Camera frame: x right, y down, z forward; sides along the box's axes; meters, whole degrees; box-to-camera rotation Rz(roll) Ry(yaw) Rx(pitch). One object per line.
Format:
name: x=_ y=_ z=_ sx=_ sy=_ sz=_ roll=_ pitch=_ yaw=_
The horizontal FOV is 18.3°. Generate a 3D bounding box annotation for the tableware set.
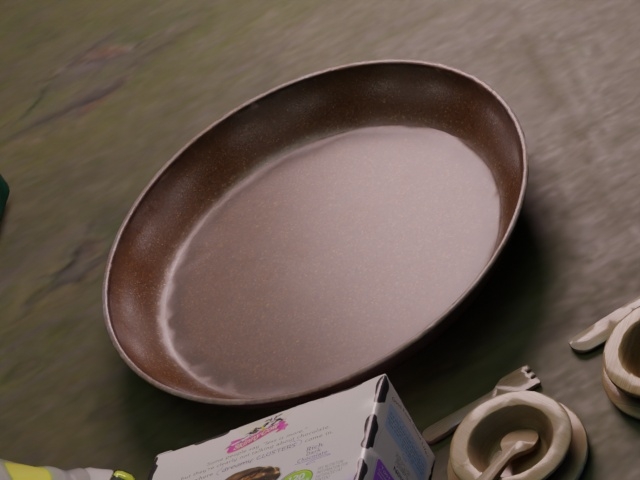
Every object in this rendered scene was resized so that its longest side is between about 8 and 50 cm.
tableware set: x=0.156 y=0.091 z=1.162 sx=0.194 sy=0.039 sz=0.128 roll=-32 pitch=40 yaw=-2

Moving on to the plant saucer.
plant saucer: x=0.000 y=0.000 z=1.344 sx=0.311 sy=0.050 sz=0.310 roll=-16 pitch=43 yaw=16

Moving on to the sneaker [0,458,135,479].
sneaker: x=-0.207 y=0.242 z=1.066 sx=0.147 sy=0.145 sz=0.384 roll=9 pitch=20 yaw=5

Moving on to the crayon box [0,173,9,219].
crayon box: x=-0.445 y=0.072 z=1.493 sx=0.363 sy=0.106 sz=0.313 roll=-10 pitch=44 yaw=22

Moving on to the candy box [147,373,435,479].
candy box: x=-0.031 y=0.179 z=1.112 sx=0.165 sy=0.070 sz=0.196 roll=-22 pitch=25 yaw=23
